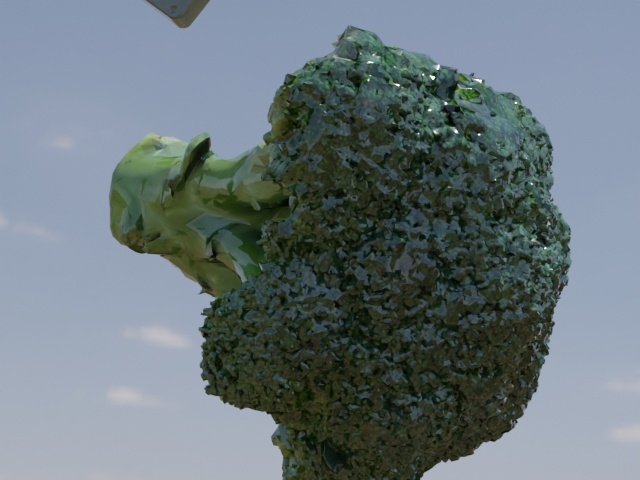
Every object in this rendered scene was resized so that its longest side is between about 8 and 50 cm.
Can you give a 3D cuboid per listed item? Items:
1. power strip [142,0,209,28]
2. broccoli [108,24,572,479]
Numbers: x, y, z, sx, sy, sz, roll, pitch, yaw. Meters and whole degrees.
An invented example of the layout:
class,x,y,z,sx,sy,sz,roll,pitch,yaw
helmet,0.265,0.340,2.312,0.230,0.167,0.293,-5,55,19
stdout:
class,x,y,z,sx,sy,sz,roll,pitch,yaw
power strip,-0.100,-0.328,1.977,0.145,0.215,0.061,37,-1,17
broccoli,0.000,0.000,0.958,0.269,0.269,0.254,-8,23,43
